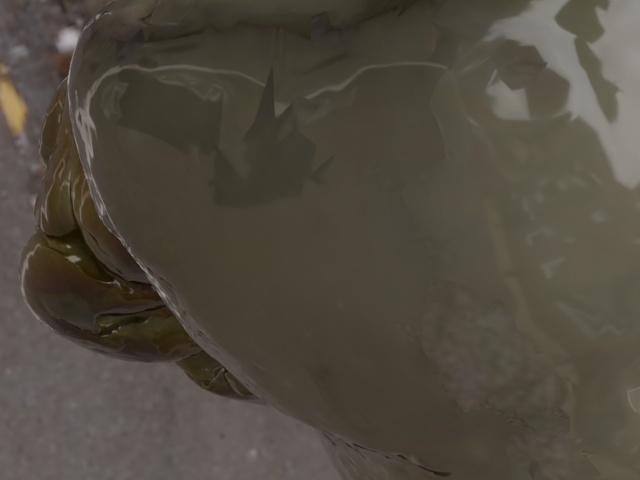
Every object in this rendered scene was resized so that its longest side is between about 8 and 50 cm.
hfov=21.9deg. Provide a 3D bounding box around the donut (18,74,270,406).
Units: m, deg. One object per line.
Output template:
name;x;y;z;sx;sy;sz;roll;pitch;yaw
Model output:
donut;0.000;0.000;0.950;0.360;0.360;0.170;47;45;-61

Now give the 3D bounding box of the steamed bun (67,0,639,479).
steamed bun;0.095;-0.021;0.521;0.324;0.309;0.220;-85;162;-73
